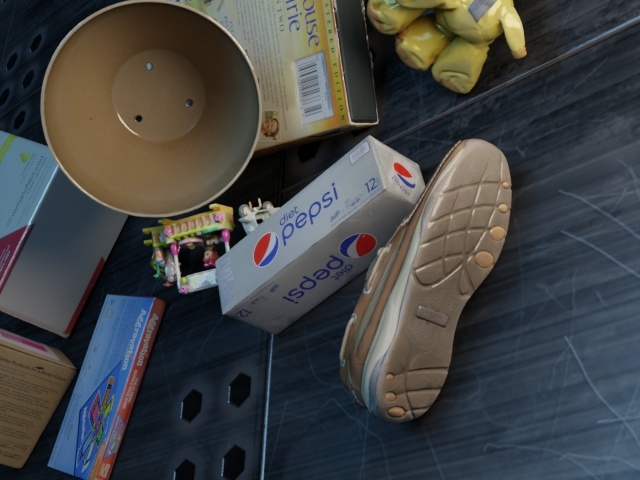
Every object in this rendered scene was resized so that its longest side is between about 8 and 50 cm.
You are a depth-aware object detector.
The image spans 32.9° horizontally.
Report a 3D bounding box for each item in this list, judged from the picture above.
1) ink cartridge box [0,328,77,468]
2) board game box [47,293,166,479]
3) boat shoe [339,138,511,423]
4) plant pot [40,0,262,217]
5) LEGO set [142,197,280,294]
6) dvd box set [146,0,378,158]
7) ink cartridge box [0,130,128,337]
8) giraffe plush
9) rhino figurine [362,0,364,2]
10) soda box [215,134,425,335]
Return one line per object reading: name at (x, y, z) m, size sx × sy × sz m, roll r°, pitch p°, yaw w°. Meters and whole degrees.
ink cartridge box at (-0.535, 0.233, 1.700) m, size 0.088 × 0.234 × 0.193 m, roll 32°, pitch 93°, yaw 51°
board game box at (-0.323, 0.219, 1.638) m, size 0.145 × 0.027 × 0.281 m, roll 0°, pitch 68°, yaw 50°
boat shoe at (0.103, 0.034, 1.192) m, size 0.116 × 0.123 × 0.324 m, roll 17°, pitch 80°, yaw 54°
plant pot at (-0.225, -0.190, 1.490) m, size 0.284 × 0.284 × 0.191 m, roll -55°, pitch 12°, yaw 9°
LEGO set at (-0.179, 0.029, 1.520) m, size 0.287 × 0.132 × 0.107 m, roll -21°, pitch 75°, yaw 44°
dvd box set at (-0.105, -0.274, 1.561) m, size 0.420 × 0.062 × 0.308 m, roll -11°, pitch 86°, yaw 45°
ink cartridge box at (-0.522, -0.028, 1.902) m, size 0.384 × 0.160 × 0.279 m, roll 19°, pitch 83°, yaw 52°
giraffe plush at (0.184, -0.305, 1.287) m, size 0.210 × 0.181 × 0.170 m, roll -15°, pitch 35°, yaw 55°
rhino figurine at (0.028, -0.416, 1.579) m, size 0.106 × 0.073 × 0.243 m, roll -42°, pitch 37°, yaw -6°
soda box at (0.000, 0.000, 1.344) m, size 0.286 × 0.098 × 0.091 m, roll -38°, pitch 46°, yaw 28°
